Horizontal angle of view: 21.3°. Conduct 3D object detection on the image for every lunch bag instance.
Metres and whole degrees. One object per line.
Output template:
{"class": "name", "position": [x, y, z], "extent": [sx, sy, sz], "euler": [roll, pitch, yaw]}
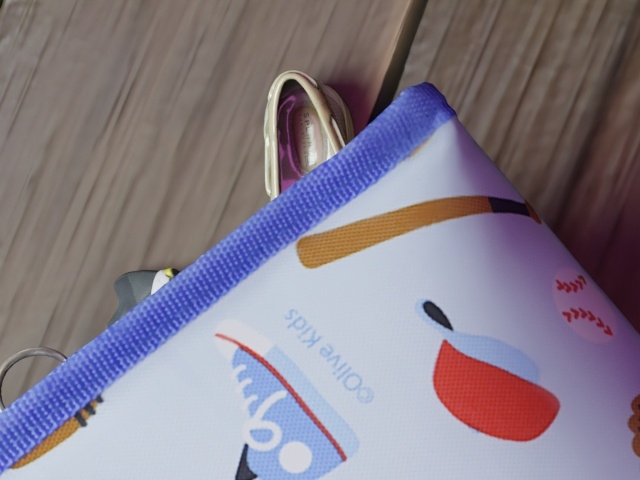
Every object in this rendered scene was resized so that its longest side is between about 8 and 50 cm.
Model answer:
{"class": "lunch bag", "position": [-0.015, 0.193, 0.568], "extent": [0.385, 0.239, 0.328], "euler": [-38, 83, -19]}

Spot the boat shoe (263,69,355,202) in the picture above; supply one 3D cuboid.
{"class": "boat shoe", "position": [0.002, -0.001, 0.778], "extent": [0.056, 0.048, 0.153], "euler": [-8, 83, 9]}

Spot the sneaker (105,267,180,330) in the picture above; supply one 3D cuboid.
{"class": "sneaker", "position": [-0.084, 0.053, 0.801], "extent": [0.035, 0.031, 0.083], "euler": [6, 82, 24]}

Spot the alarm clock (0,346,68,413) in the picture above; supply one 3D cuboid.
{"class": "alarm clock", "position": [-0.056, 0.103, 0.742], "extent": [0.192, 0.064, 0.129], "euler": [29, 69, -4]}
